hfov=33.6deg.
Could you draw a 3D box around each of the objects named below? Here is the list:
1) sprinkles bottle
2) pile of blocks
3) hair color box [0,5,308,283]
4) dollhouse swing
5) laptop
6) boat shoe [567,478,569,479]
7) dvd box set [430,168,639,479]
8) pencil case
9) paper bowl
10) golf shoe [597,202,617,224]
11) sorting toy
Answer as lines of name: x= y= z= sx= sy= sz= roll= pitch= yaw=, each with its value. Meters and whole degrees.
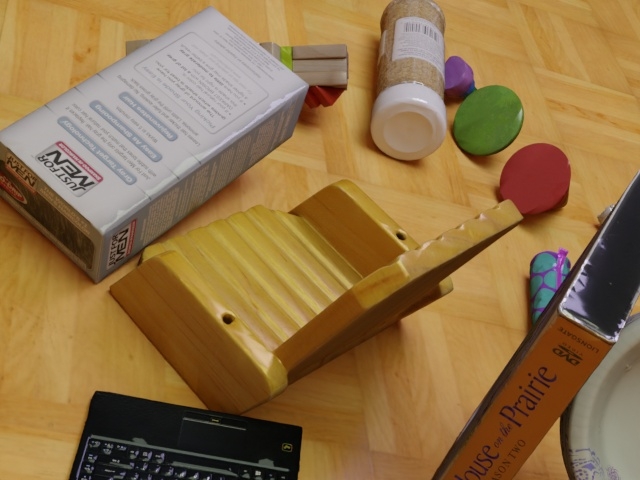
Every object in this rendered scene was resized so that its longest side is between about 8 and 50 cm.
sprinkles bottle: x=0.153 y=-0.283 z=1.793 sx=0.121 sy=0.121 sz=0.355 roll=20 pitch=39 yaw=-10
pile of blocks: x=-0.118 y=-0.237 z=1.617 sx=0.362 sy=0.149 sz=0.112 roll=-1 pitch=90 yaw=-19
hair color box: x=-0.209 y=-0.133 z=1.354 sx=0.185 sy=0.113 sz=0.374 roll=40 pitch=54 yaw=13
dollhouse swing: x=0.000 y=0.000 z=1.250 sx=0.315 sy=0.305 sz=0.347 roll=46 pitch=43 yaw=20
laptop: x=-0.129 y=0.227 z=1.026 sx=0.234 sy=0.136 sz=0.264 roll=11 pitch=41 yaw=-5
boat shoe: x=0.375 y=0.380 z=1.217 sx=0.108 sy=0.102 sz=0.301 roll=9 pitch=43 yaw=-23
dvd box set: x=0.221 y=0.153 z=1.121 sx=0.062 sy=0.420 sz=0.307 roll=33 pitch=38 yaw=11
pencil case: x=0.339 y=0.081 z=1.548 sx=0.064 sy=0.070 sz=0.151 roll=21 pitch=39 yaw=-9
paper bowl: x=0.402 y=0.207 z=1.143 sx=0.284 sy=0.284 sz=0.148 roll=35 pitch=2 yaw=8
golf shoe: x=0.552 y=-0.015 z=1.786 sx=0.176 sy=0.069 sz=0.086 roll=10 pitch=48 yaw=-20
sorting toy: x=0.322 y=-0.169 z=1.813 sx=0.126 sy=0.127 sz=0.365 roll=29 pitch=24 yaw=-51
